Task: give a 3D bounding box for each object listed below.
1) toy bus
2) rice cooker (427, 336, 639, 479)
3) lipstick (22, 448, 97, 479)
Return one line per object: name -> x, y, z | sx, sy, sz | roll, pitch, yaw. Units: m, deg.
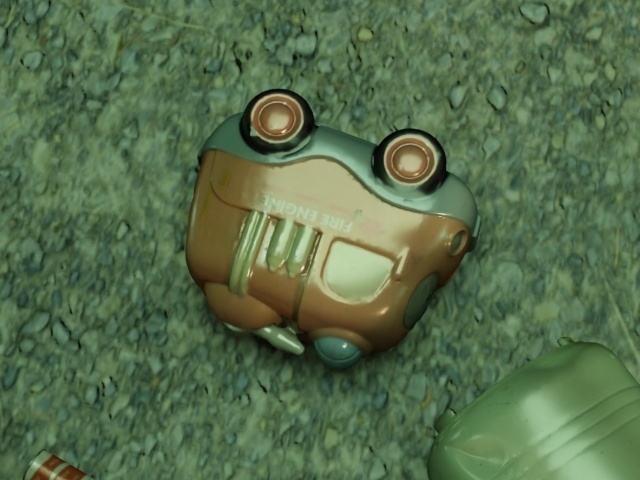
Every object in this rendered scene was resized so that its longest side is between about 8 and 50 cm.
toy bus -> 0.000, 0.000, 1.410 | 0.288, 0.194, 0.232 | 20, 73, 6
rice cooker -> 0.230, 0.230, 1.295 | 0.226, 0.226, 0.244 | -32, 68, -17
lipstick -> -0.217, 0.245, 1.357 | 0.131, 0.038, 0.038 | 28, 66, 10
